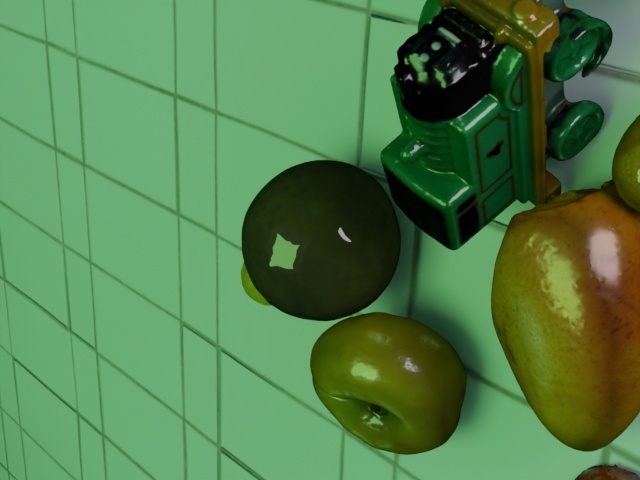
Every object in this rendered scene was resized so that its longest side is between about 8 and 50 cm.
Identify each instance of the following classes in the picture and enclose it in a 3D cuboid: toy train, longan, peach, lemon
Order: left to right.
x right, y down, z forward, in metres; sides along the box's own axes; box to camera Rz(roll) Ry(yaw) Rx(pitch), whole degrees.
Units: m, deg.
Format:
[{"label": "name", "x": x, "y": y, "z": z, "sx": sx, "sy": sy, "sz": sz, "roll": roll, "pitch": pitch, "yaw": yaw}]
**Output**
[{"label": "lemon", "x": -0.083, "y": 0.055, "z": 1.693, "sx": 0.109, "sy": 0.109, "sz": 0.133, "roll": 55, "pitch": 144, "yaw": 19}, {"label": "longan", "x": 0.000, "y": 0.000, "z": 1.477, "sx": 0.258, "sy": 0.258, "sz": 0.258, "roll": 22, "pitch": 121, "yaw": 43}, {"label": "peach", "x": 0.101, "y": 0.216, "z": 1.476, "sx": 0.251, "sy": 0.153, "sz": 0.251, "roll": 22, "pitch": 138, "yaw": 21}, {"label": "toy train", "x": 0.181, "y": -0.155, "z": 1.125, "sx": 0.178, "sy": 0.249, "sz": 0.429, "roll": 44, "pitch": 169, "yaw": 29}]

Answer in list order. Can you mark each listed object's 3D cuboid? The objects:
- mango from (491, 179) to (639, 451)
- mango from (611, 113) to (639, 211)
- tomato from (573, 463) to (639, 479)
[{"label": "mango", "x": 0.313, "y": 0.104, "z": 1.192, "sx": 0.201, "sy": 0.199, "sz": 0.350, "roll": -5, "pitch": 103, "yaw": 10}, {"label": "mango", "x": 0.418, "y": -0.108, "z": 1.051, "sx": 0.227, "sy": 0.099, "sz": 0.136, "roll": -33, "pitch": 75, "yaw": 42}, {"label": "tomato", "x": 0.386, "y": 0.398, "z": 1.293, "sx": 0.189, "sy": 0.099, "sz": 0.173, "roll": 38, "pitch": 133, "yaw": 36}]
